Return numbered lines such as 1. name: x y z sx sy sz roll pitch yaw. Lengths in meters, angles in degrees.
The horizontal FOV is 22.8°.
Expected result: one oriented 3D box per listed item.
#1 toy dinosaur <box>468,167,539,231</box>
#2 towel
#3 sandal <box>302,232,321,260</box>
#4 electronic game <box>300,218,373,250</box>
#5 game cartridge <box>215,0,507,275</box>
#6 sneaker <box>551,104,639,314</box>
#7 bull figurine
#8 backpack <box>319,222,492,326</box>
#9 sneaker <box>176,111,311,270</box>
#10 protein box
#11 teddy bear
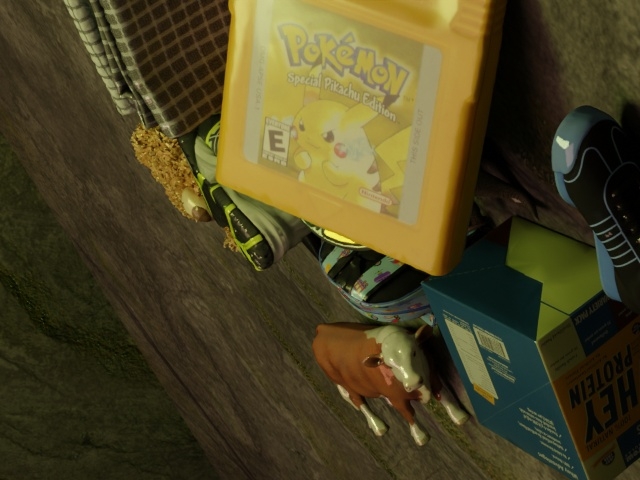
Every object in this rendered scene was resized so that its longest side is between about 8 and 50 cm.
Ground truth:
1. toy dinosaur: 0.094 -0.082 1.688 0.313 0.121 0.160 40 164 46
2. towel: -0.111 -0.262 1.620 0.121 0.283 0.235 39 158 40
3. sandal: 0.000 0.000 2.220 0.067 0.040 0.179 43 174 49
4. electronic game: 0.042 -0.103 1.631 0.229 0.048 0.229 2 93 41
5. game cartridge: 0.030 -0.157 1.522 0.285 0.052 0.324 23 125 26
6. sneaker: 0.279 -0.019 1.402 0.090 0.081 0.232 29 156 48
7. bull figurine: 0.096 0.184 2.186 0.188 0.101 0.310 59 162 -18
8. backpack: 0.093 0.026 1.792 0.158 0.173 0.117 40 157 37
9. sneaker: -0.089 -0.092 2.117 0.385 0.147 0.145 52 169 53
10. protein box: 0.239 0.113 1.633 0.200 0.136 0.201 27 147 55
11. teddy bear: -0.196 -0.088 2.437 0.338 0.113 0.245 32 153 51
